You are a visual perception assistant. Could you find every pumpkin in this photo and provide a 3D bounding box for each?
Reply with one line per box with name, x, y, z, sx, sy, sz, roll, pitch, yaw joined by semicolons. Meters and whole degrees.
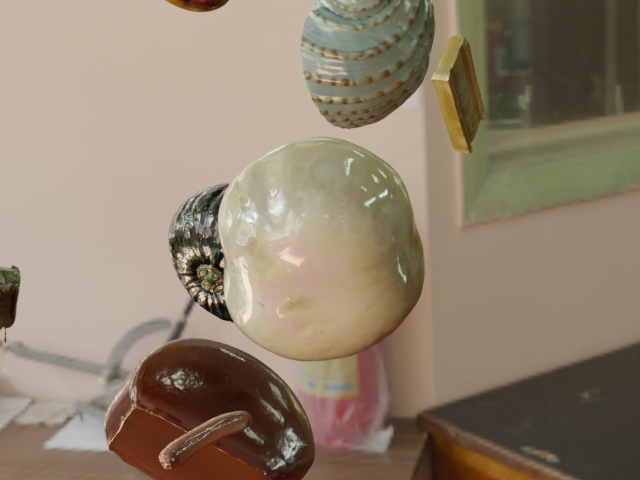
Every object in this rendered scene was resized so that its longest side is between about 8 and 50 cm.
pumpkin;-0.113;0.021;1.414;0.202;0.202;0.140;7;39;38

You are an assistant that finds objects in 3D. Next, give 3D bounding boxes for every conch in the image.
conch;0.102;-0.355;1.943;0.215;0.303;0.319;2;-27;32

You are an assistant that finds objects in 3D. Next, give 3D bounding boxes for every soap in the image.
soap;0.244;-0.251;1.872;0.037;0.092;0.252;16;-19;23

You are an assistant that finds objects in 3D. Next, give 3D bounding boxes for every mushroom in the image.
mushroom;0.000;0.000;1.224;0.260;0.254;0.234;-44;18;27

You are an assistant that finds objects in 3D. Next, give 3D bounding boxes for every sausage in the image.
sausage;-0.183;0.316;1.723;0.177;0.047;0.040;-24;11;-40

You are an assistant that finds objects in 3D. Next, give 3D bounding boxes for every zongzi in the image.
zongzi;-0.523;0.095;1.615;0.130;0.154;0.062;3;46;-19

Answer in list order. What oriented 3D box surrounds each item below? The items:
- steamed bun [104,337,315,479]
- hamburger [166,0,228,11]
steamed bun;-0.197;0.340;2.020;0.379;0.235;0.248;29;42;-6
hamburger;-0.165;-0.377;1.393;0.162;0.162;0.115;-16;-18;-44
